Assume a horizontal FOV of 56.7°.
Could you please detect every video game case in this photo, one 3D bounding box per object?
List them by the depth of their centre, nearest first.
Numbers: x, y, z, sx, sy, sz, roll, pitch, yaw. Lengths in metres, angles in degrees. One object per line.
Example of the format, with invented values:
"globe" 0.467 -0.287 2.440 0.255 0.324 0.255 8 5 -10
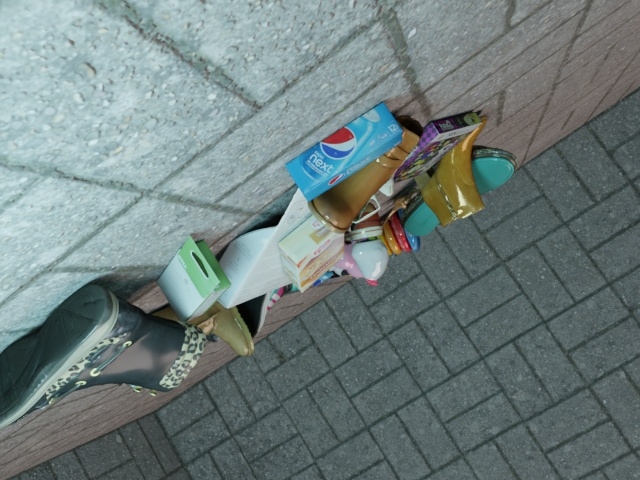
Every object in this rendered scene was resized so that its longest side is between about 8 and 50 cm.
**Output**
"video game case" 0.272 -0.230 1.506 0.210 0.042 0.232 -21 165 -44

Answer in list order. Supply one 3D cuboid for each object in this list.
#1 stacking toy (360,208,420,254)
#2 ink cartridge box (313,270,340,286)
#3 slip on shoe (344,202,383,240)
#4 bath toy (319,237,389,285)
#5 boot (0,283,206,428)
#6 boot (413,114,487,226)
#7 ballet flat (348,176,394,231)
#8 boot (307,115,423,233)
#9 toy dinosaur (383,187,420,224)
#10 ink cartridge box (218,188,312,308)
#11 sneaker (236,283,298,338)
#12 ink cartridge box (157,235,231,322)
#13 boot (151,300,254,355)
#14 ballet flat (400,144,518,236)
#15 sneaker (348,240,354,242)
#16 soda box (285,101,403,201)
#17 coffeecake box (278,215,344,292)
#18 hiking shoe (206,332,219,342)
"stacking toy" 0.210 0.002 2.217 0.302 0.175 0.166 -21 173 14
"ink cartridge box" 0.001 0.109 2.140 0.046 0.097 0.207 -35 169 15
"slip on shoe" 0.103 -0.053 1.674 0.123 0.101 0.331 -10 180 -6
"bath toy" 0.083 0.063 1.724 0.151 0.129 0.348 -11 -177 -30
"boot" -0.428 0.246 1.131 0.377 0.138 0.284 -42 144 14
"boot" 0.396 -0.182 1.633 0.104 0.211 0.295 -23 166 -46
"ballet flat" 0.118 -0.109 1.367 0.221 0.079 0.077 -52 162 21
"boot" 0.100 -0.136 1.173 0.220 0.109 0.283 -45 175 30
"toy dinosaur" 0.285 -0.130 2.056 0.092 0.053 0.183 2 140 -46
"ink cartridge box" -0.068 -0.034 1.394 0.308 0.091 0.385 -16 144 -56
"sneaker" -0.148 0.155 1.715 0.178 0.124 0.295 -20 142 -48
"ink cartridge box" -0.244 0.073 1.179 0.062 0.109 0.209 -24 167 -41
"boot" -0.330 0.256 1.526 0.269 0.236 0.089 -30 -167 -27
"ballet flat" 0.413 -0.187 1.833 0.483 0.164 0.182 -44 -156 51
"sneaker" 0.096 0.004 2.126 0.118 0.067 0.042 -65 162 7
"soda box" 0.044 -0.158 1.077 0.210 0.067 0.071 -33 170 1
"coffeecake box" -0.017 0.023 1.373 0.142 0.068 0.185 -40 160 -15
"hiking shoe" -0.312 0.216 1.741 0.132 0.113 0.304 -47 178 -11
